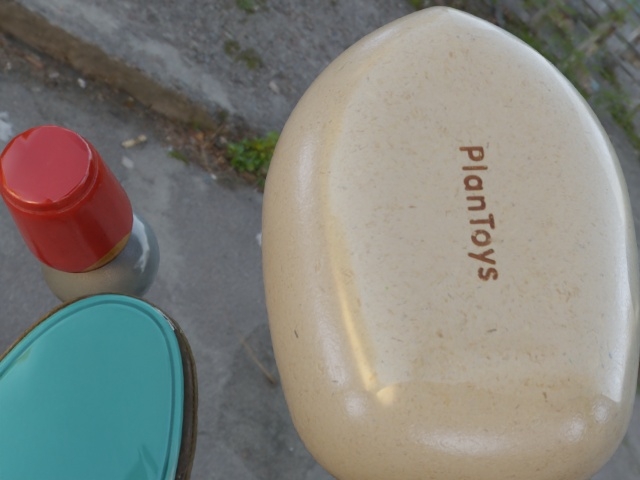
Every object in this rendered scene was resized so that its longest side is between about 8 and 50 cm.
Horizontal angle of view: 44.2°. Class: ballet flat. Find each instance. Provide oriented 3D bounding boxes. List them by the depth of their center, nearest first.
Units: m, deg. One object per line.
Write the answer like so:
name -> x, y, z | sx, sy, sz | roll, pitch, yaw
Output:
ballet flat -> -0.129, 0.190, 0.324 | 0.116, 0.124, 0.342 | 9, 58, -3

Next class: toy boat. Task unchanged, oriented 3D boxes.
toy boat -> 0.000, 0.000, 0.421 | 0.319, 0.148, 0.267 | 4, 67, 0
